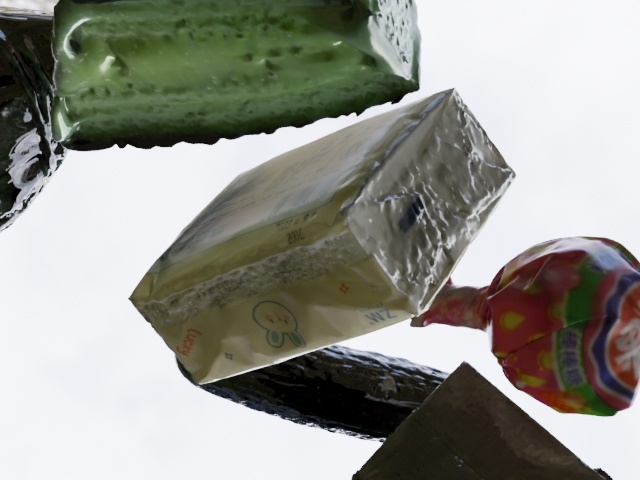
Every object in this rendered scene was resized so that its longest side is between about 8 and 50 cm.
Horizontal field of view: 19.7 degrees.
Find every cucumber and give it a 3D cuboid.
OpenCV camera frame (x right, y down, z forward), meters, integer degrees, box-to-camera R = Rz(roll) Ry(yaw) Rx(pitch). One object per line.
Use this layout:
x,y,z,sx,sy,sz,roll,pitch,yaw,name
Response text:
-0.051,-0.102,0.843,0.193,0.115,0.086,2,-125,26,cucumber
-0.007,0.115,1.487,0.074,0.241,0.074,-165,-90,-70,cucumber

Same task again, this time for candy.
0.079,0.050,1.329,0.365,0.124,0.124,3,-94,40,candy

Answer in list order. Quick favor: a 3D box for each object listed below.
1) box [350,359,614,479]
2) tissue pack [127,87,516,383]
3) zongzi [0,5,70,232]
0.092,0.232,1.398,0.149,0.155,0.231,40,-35,11,box
0.000,0.000,1.107,0.196,0.148,0.092,-19,-67,44,tissue pack
-0.355,-0.090,1.565,0.362,0.383,0.319,-2,-62,62,zongzi
